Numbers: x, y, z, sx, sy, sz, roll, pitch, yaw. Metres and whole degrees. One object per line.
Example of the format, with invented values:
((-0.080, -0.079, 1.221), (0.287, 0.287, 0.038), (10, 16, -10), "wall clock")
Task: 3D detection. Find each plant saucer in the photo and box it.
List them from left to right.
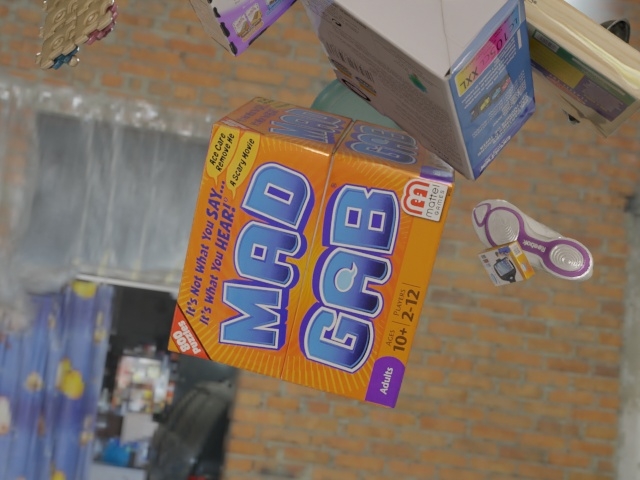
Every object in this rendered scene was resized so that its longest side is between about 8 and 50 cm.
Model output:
((0.078, -0.208, 2.352), (0.317, 0.318, 0.043), (-1, -6, 44), "plant saucer")

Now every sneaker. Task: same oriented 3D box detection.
((0.475, 0.014, 2.434), (0.305, 0.114, 0.152), (33, 1, 24), "sneaker")

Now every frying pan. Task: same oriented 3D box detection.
((0.506, -0.314, 1.890), (0.053, 0.197, 0.326), (32, 37, 25), "frying pan")

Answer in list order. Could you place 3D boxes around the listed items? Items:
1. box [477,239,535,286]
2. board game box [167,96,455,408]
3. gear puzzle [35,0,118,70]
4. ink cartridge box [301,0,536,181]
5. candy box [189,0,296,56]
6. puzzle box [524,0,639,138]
((0.383, 0.050, 2.256), (0.028, 0.081, 0.136), (-31, 4, -28), "box")
((0.000, 0.000, 1.720), (0.356, 0.357, 0.356), (14, 15, 3), "board game box")
((-0.415, -0.426, 1.895), (0.175, 0.339, 0.044), (-30, -47, 21), "gear puzzle")
((0.132, -0.246, 1.413), (0.270, 0.151, 0.395), (40, -7, 21), "ink cartridge box")
((-0.098, -0.359, 1.381), (0.070, 0.165, 0.196), (41, -10, 26), "candy box")
((0.260, -0.294, 1.458), (0.409, 0.052, 0.272), (37, -1, 6), "puzzle box")
